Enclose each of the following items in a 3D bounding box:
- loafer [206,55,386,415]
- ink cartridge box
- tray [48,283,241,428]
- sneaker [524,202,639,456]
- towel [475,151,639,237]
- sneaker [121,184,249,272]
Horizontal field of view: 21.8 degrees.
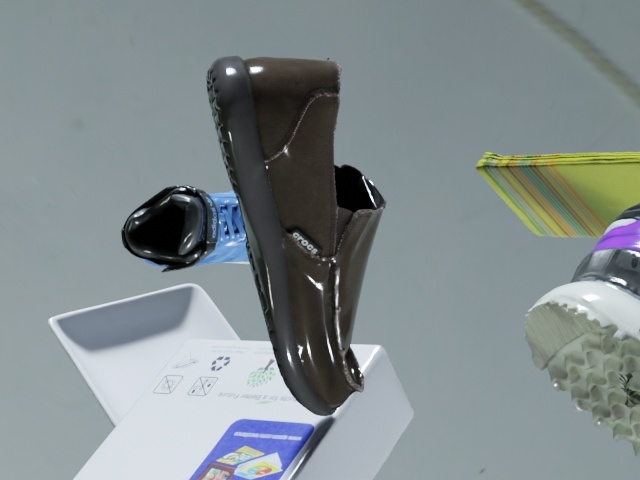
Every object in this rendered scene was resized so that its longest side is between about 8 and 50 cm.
[{"bbox_3d":[0.000,0.000,0.878,0.078,0.220,0.080,-15,35,-3],"label":"loafer"},{"bbox_3d":[-0.093,0.185,0.946,0.165,0.065,0.333,1,37,39],"label":"ink cartridge box"},{"bbox_3d":[-0.078,0.148,1.203,0.145,0.030,0.270,-14,56,-41],"label":"tray"},{"bbox_3d":[0.245,0.078,0.738,0.293,0.102,0.146,41,64,3],"label":"sneaker"},{"bbox_3d":[0.236,-0.036,1.306,0.102,0.237,0.021,44,64,-32],"label":"towel"},{"bbox_3d":[-0.063,-0.010,1.154,0.152,0.084,0.058,-6,86,10],"label":"sneaker"}]
